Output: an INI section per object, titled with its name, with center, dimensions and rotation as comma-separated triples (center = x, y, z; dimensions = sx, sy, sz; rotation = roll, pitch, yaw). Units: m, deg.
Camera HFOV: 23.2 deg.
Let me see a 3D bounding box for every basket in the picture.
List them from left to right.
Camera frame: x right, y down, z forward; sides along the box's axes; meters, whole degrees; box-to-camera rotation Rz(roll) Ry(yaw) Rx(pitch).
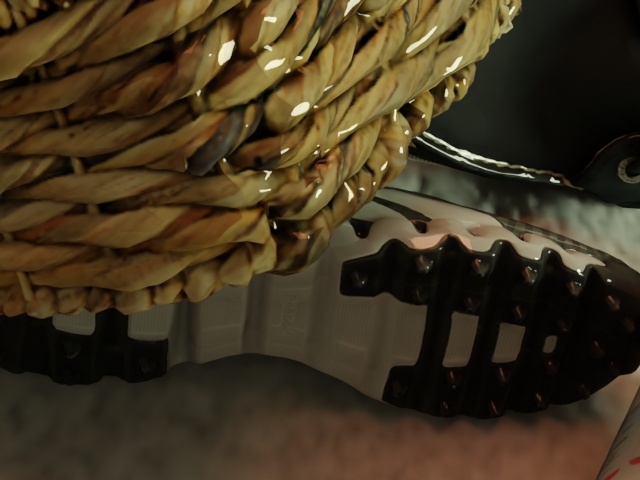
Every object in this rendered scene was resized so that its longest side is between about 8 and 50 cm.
[basket]
center = -0.120, -0.122, 0.467
dimensions = 0.299, 0.223, 0.213
rotation = 8, 38, 32

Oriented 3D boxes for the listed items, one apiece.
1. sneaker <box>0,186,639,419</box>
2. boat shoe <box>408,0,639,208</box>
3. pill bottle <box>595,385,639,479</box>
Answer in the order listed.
[sneaker]
center = 0.000, 0.000, 0.540
dimensions = 0.234, 0.078, 0.106
rotation = 5, 37, -8
[boat shoe]
center = 0.165, -0.068, 0.651
dimensions = 0.340, 0.127, 0.113
rotation = 3, 22, -30
[pill bottle]
center = 0.139, 0.065, 0.483
dimensions = 0.087, 0.087, 0.160
rotation = 23, 35, 15
